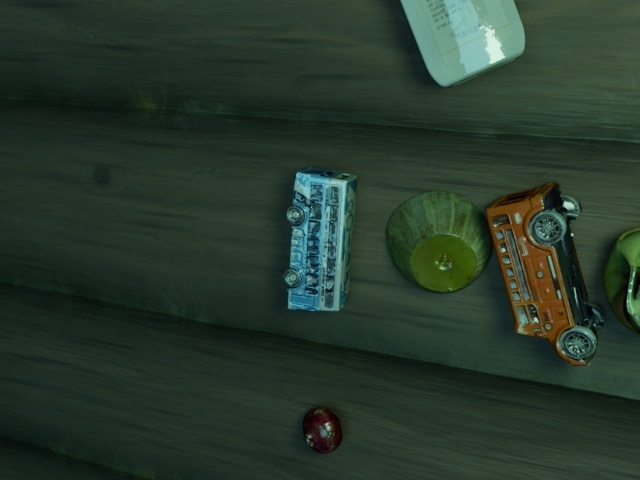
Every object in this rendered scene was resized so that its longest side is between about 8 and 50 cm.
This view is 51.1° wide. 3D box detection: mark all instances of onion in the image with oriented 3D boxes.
[{"bbox_3d":[0.001,0.439,1.536,0.107,0.097,0.107,16,114,39],"label":"onion"}]

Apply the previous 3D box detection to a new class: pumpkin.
[{"bbox_3d":[0.230,0.017,1.327,0.217,0.110,0.217,4,107,14],"label":"pumpkin"}]

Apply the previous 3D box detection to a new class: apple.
[{"bbox_3d":[0.601,0.075,1.155,0.188,0.174,0.207,2,61,2],"label":"apple"}]

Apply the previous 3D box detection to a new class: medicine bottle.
[{"bbox_3d":[0.231,-0.449,1.185,0.179,0.124,0.324,-21,97,20],"label":"medicine bottle"}]

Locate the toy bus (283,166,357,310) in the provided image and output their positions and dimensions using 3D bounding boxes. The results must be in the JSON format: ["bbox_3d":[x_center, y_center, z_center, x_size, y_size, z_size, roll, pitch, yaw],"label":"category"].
[{"bbox_3d":[0.000,0.000,1.410,0.131,0.106,0.297,7,105,16],"label":"toy bus"}]

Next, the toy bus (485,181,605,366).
[{"bbox_3d":[0.421,0.069,1.246,0.153,0.143,0.329,-12,101,34],"label":"toy bus"}]
